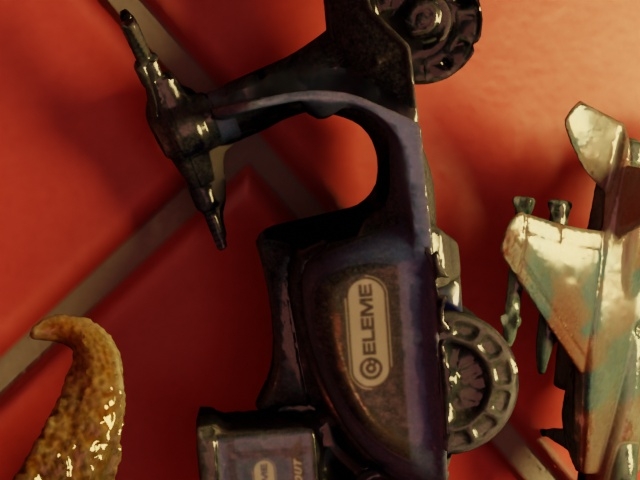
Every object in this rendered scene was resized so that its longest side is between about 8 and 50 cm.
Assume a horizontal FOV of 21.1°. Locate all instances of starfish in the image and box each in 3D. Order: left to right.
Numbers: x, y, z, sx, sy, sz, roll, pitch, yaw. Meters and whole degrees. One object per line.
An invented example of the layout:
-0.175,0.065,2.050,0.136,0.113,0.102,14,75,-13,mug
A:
-0.188,0.203,0.991,0.375,0.094,0.327,32,88,-37,starfish

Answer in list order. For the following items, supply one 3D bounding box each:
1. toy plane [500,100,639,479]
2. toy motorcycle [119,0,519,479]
0.188,0.077,1.110,0.223,0.104,0.326,3,107,-31,toy plane
0.000,0.000,1.021,0.212,0.125,0.358,-5,93,-3,toy motorcycle
